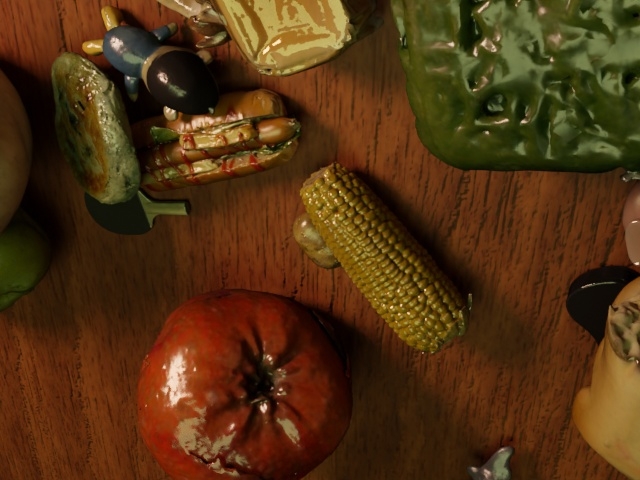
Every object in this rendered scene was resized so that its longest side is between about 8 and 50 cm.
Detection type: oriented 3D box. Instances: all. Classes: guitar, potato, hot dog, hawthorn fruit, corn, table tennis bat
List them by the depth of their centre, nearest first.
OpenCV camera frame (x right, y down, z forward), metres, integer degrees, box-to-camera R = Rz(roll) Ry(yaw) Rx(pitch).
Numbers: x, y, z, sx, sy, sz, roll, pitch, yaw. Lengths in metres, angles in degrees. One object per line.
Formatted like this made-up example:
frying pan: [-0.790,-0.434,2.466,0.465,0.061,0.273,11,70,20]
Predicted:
guitar: [0.375,0.146,1.087,0.084,0.038,0.271,-20,115,34]
hot dog: [-0.133,-0.111,1.087,0.250,0.076,0.104,-6,121,28]
corn: [0.075,0.022,1.088,0.260,0.091,0.091,51,161,-12]
potato: [0.000,0.000,1.134,0.051,0.040,0.083,-28,112,22]
hawthorn fruit: [-0.107,0.219,1.211,0.276,0.276,0.307,29,144,1]
table tennis bat: [-0.241,-0.043,1.220,0.156,0.013,0.087,2,124,22]
potato: [-0.480,0.021,1.279,0.253,0.148,0.186,-9,153,23]

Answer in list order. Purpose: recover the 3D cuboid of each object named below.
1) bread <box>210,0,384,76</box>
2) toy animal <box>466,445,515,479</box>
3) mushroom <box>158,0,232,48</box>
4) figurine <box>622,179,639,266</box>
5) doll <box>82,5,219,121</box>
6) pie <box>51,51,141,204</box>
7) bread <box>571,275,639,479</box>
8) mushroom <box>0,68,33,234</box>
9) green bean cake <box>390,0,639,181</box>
bread: [-0.047,-0.286,0.902,0.136,0.107,0.241,-16,117,28]
toy animal: [0.229,0.450,1.335,0.206,0.081,0.367,-16,117,18]
mushroom: [-0.165,-0.269,0.998,0.187,0.061,0.060,31,135,4]
figurine: [0.363,-0.022,0.918,0.125,0.138,0.125,6,98,43]
doll: [-0.180,-0.194,1.042,0.179,0.089,0.102,39,105,18]
pie: [-0.270,-0.129,1.099,0.187,0.041,0.187,37,139,40]
bread: [0.427,0.159,0.942,0.316,0.211,0.270,16,139,20]
mushroom: [-0.479,-0.121,1.093,0.315,0.315,0.356,34,121,-3]
green bean cake: [0.200,-0.189,0.841,0.250,0.156,0.247,1,123,22]
